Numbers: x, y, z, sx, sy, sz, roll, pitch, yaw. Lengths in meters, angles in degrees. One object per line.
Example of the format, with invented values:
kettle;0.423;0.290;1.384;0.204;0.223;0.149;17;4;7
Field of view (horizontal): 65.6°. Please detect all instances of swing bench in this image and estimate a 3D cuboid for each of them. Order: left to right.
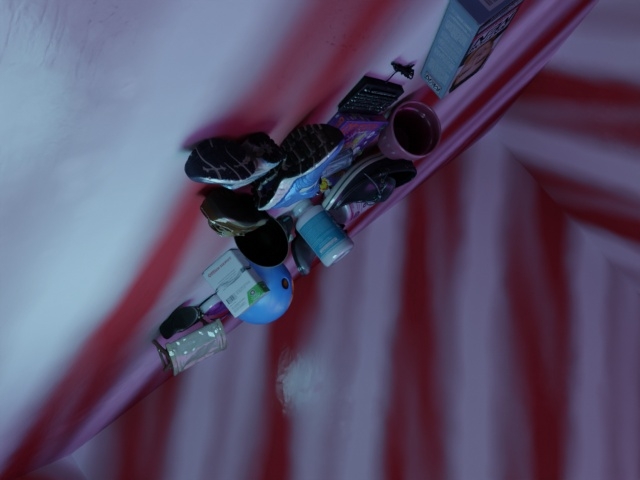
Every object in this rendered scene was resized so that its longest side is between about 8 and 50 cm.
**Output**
swing bench;-0.569;0.466;2.190;0.253;0.165;0.254;-23;-174;-32

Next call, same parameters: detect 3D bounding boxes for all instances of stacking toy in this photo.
stacking toy;0.085;-0.252;1.909;0.221;0.052;0.167;-39;171;-1

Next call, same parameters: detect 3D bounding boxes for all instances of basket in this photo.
basket;-0.189;-0.006;1.675;0.154;0.204;0.227;-42;180;-1

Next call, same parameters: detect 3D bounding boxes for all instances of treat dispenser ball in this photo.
treat dispenser ball;-0.253;0.200;2.049;0.288;0.288;0.288;-37;171;-7

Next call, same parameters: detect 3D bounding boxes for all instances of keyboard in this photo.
keyboard;0.181;-0.438;1.442;0.201;0.033;0.317;-44;170;28

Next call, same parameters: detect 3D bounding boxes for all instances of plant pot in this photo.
plant pot;0.301;-0.375;1.780;0.201;0.201;0.180;-35;-173;-19

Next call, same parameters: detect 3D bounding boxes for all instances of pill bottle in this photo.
pill bottle;0.001;-0.038;1.957;0.146;0.264;0.146;-38;172;-6
pill bottle;0.161;-0.202;2.112;0.283;0.160;0.160;-34;170;-28

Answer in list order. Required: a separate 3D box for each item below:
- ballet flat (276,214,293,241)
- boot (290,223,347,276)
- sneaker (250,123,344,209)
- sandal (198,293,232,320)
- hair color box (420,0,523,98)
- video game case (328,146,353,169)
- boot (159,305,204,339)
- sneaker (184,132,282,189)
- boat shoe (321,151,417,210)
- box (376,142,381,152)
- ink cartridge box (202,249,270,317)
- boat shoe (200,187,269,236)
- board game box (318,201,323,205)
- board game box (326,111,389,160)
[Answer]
ballet flat;-0.152;-0.020;2.012;0.096;0.095;0.280;-48;175;-25
boot;0.000;0.000;2.091;0.222;0.118;0.338;-16;-144;12
sneaker;-0.048;-0.195;1.352;0.147;0.130;0.330;1;152;-46
sandal;-0.480;0.337;2.418;0.169;0.102;0.416;-39;171;4
hair color box;0.427;-0.584;1.427;0.185;0.114;0.374;-37;172;-8
video game case;-0.027;-0.203;1.551;0.274;0.026;0.196;-25;178;0
boot;-0.555;0.320;2.109;0.236;0.085;0.178;-36;176;30
sneaker;-0.198;-0.153;1.109;0.122;0.110;0.283;-40;171;33
boat shoe;0.205;-0.223;1.919;0.500;0.156;0.187;-31;167;-39
box;0.299;-0.418;1.959;0.109;0.042;0.178;-27;167;-47
ink cartridge box;-0.314;0.157;1.858;0.153;0.208;0.087;-39;174;10
boat shoe;-0.244;-0.057;1.366;0.119;0.123;0.324;-37;171;11
board game box;0.055;-0.172;2.265;0.281;0.027;0.145;-36;172;-18
board game box;0.077;-0.318;1.581;0.208;0.056;0.346;-48;167;28
